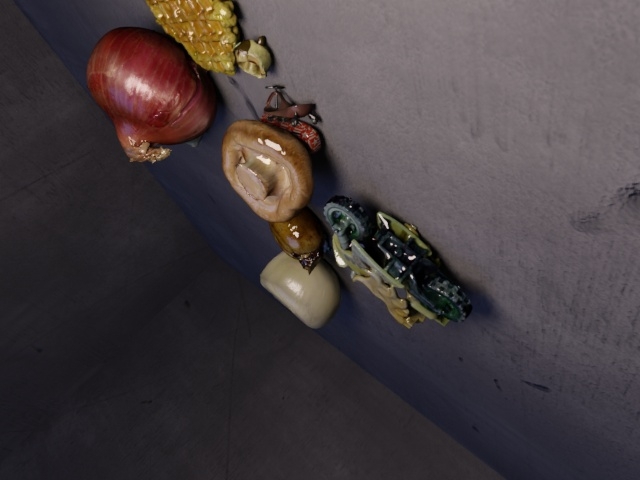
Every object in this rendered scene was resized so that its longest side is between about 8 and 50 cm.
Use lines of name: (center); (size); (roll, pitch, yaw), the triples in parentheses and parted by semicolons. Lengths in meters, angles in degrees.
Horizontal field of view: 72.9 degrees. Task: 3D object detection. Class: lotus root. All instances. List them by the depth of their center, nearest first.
lotus root: (-0.084, -0.043, 1.411); (0.314, 0.141, 0.169); (54, 158, 10)

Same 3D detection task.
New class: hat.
hat: (-0.136, -0.384, 0.900); (0.076, 0.059, 0.077); (27, 167, 1)

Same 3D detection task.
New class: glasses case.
glasses case: (-0.069, -0.259, 1.040); (0.194, 0.049, 0.073); (30, 158, 38)

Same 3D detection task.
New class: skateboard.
skateboard: (-0.076, -0.297, 0.954); (0.151, 0.067, 0.080); (21, 122, 42)

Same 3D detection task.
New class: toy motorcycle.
toy motorcycle: (0.167, 0.060, 1.044); (0.410, 0.169, 0.237); (41, 163, 12)

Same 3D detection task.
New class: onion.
onion: (-0.448, -0.411, 1.180); (0.353, 0.353, 0.354); (39, 162, 16)

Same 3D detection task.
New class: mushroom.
mushroom: (-0.123, -0.161, 1.036); (0.278, 0.146, 0.278); (23, 139, 21)

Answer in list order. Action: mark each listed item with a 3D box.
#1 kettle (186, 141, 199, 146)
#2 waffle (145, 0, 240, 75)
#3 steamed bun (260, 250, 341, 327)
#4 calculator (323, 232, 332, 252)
kettle: (-0.454, -0.401, 1.496); (0.127, 0.098, 0.148); (43, 166, -13)
waffle: (-0.287, -0.507, 0.941); (0.302, 0.068, 0.325); (44, 160, 2)
steamed bun: (-0.052, 0.175, 1.682); (0.312, 0.233, 0.334); (39, 170, 10)
calculator: (0.000, 0.000, 1.518); (0.094, 0.019, 0.141); (35, 160, 21)
